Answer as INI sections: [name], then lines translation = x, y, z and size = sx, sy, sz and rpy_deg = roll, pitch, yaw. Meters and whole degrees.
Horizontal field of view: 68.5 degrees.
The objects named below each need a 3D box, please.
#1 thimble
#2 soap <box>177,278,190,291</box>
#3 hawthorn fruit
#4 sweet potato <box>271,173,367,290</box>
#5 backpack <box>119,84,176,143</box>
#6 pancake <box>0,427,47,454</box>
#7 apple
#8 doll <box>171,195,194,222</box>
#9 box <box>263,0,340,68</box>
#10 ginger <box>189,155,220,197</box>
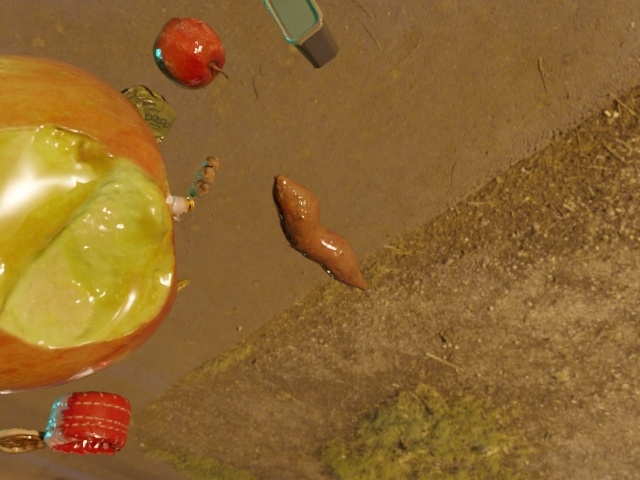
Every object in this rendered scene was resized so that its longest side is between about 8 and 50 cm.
[thimble]
translation = -0.580, 0.460, 1.182
size = 0.189, 0.125, 0.163
rpy_deg = 20, 138, -32
[soap]
translation = -0.431, 0.144, 1.264
size = 0.089, 0.168, 0.033
rpy_deg = 21, 143, 44
[hawthorn fruit]
translation = -0.414, -0.614, 1.585
size = 0.271, 0.242, 0.242
rpy_deg = 36, 143, 18
[sweet potato]
translation = -0.003, 0.001, 0.624
size = 0.065, 0.051, 0.218
rpy_deg = -23, 125, 21
[backpack]
translation = -0.571, -0.358, 1.444
size = 0.253, 0.140, 0.207
rpy_deg = -39, 157, 18
[pancake]
translation = -0.741, 0.499, 1.172
size = 0.139, 0.022, 0.140
rpy_deg = -9, 138, -8
[apple]
translation = -0.308, -0.013, 0.481
size = 0.339, 0.340, 0.340
rpy_deg = 10, 139, 8
[doll]
translation = -0.449, -0.095, 1.434
size = 0.073, 0.127, 0.084
rpy_deg = 4, 101, 39
[box]
translation = -0.060, -0.684, 1.462
size = 0.138, 0.274, 0.178
rpy_deg = -31, 158, 15
[ginger]
translation = -0.497, -0.277, 2.047
size = 0.104, 0.204, 0.080
rpy_deg = -12, 141, 44
